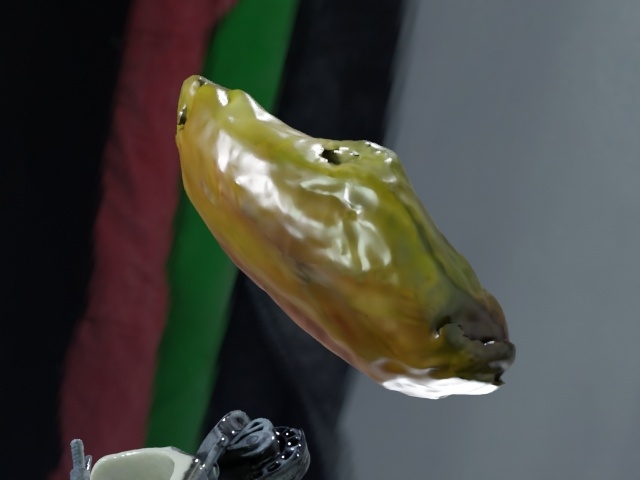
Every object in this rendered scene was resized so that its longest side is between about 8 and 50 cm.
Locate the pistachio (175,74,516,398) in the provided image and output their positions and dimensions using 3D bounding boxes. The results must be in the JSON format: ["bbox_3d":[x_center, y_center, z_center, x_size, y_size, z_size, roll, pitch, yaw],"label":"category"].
[{"bbox_3d":[0.000,0.000,0.728,0.049,0.173,0.089,-38,-18,-44],"label":"pistachio"}]

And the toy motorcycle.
[{"bbox_3d":[-0.103,0.183,1.047,0.091,0.157,0.263,65,-150,-23],"label":"toy motorcycle"}]
